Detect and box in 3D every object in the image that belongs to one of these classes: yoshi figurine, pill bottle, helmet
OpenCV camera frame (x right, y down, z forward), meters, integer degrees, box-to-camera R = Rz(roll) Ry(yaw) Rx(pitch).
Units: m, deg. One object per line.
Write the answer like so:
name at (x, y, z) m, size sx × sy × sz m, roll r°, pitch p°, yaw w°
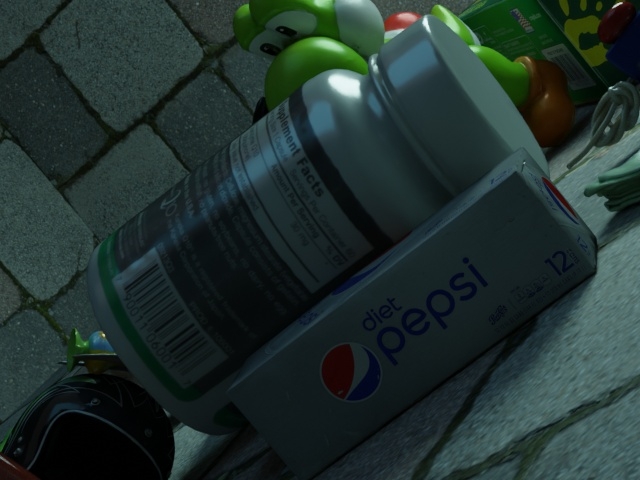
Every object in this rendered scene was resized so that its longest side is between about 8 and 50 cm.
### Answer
yoshi figurine at (0.075, -0.144, 1.853) m, size 0.204 × 0.362 × 0.203 m, roll -67°, pitch 27°, yaw 12°
pill bottle at (-0.001, -0.013, 1.504) m, size 0.361 × 0.204 × 0.204 m, roll -36°, pitch 6°, yaw 16°
helmet at (-0.224, 0.209, 1.763) m, size 0.161 × 0.169 × 0.169 m, roll -46°, pitch 7°, yaw -10°

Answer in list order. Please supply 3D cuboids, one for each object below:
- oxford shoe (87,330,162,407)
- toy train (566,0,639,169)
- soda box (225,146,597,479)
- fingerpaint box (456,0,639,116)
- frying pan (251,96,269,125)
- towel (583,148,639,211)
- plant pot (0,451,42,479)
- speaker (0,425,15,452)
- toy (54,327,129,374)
oxford shoe at (-0.102, 0.100, 2.202) m, size 0.363 × 0.130 × 0.132 m, roll -34°, pitch 37°, yaw -15°
toy train at (0.307, -0.165, 1.644) m, size 0.248 × 0.105 × 0.143 m, roll -53°, pitch -13°, yaw 9°
soda box at (0.069, 0.056, 1.365) m, size 0.286 × 0.098 × 0.091 m, roll -39°, pitch 6°, yaw 17°
fingerpaint box at (0.366, -0.328, 2.092) m, size 0.371 × 0.163 × 0.445 m, roll -40°, pitch 6°, yaw -5°
frying pan at (-0.053, 0.015, 1.918) m, size 0.197 × 0.053 × 0.326 m, roll -4°, pitch -70°, yaw -73°
towel at (0.364, -0.152, 1.392) m, size 0.325 × 0.038 × 0.248 m, roll -43°, pitch 7°, yaw -30°
plant pot at (-0.376, 0.302, 1.619) m, size 0.267 × 0.236 × 0.267 m, roll -44°, pitch 7°, yaw -32°
speaker at (-0.323, 0.282, 1.992) m, size 0.131 × 0.131 × 0.296 m, roll -39°, pitch 6°, yaw 9°
toy at (-0.129, 0.105, 1.750) m, size 0.237 × 0.056 × 0.137 m, roll 2°, pitch -8°, yaw -18°
